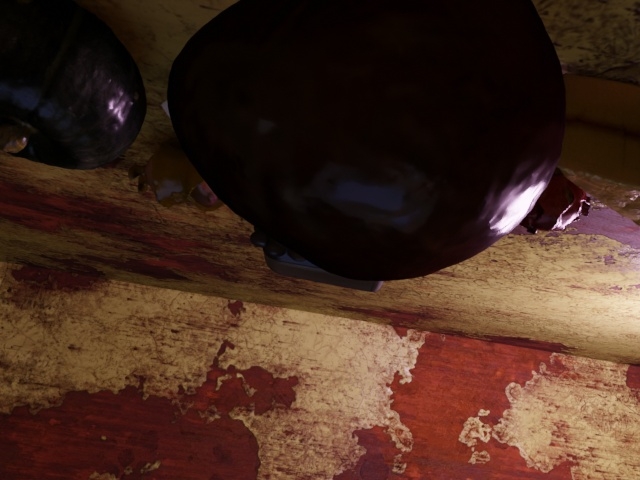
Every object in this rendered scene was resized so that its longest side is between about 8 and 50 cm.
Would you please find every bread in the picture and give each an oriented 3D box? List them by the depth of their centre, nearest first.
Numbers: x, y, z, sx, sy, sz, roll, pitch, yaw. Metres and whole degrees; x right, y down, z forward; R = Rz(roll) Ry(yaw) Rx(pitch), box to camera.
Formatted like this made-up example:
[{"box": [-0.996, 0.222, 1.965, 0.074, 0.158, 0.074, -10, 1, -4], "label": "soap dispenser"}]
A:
[{"box": [0.436, -0.119, 0.825, 0.264, 0.168, 0.163, 12, 163, -1], "label": "bread"}]

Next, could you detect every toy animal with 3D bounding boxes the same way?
[{"box": [-0.272, -0.134, 1.163, 0.229, 0.156, 0.156, -2, 162, 2], "label": "toy animal"}]

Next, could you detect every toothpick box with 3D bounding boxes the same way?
[{"box": [0.000, 0.000, 1.304, 0.316, 0.229, 0.229, 9, 163, -1], "label": "toothpick box"}]

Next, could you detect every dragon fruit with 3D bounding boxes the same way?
[{"box": [0.413, -0.080, 1.027, 0.165, 0.136, 0.133, 6, 120, -7], "label": "dragon fruit"}]

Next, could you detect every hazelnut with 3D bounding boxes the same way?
[{"box": [0.044, -0.128, 0.619, 0.420, 0.353, 0.421, 8, -153, -4], "label": "hazelnut"}]

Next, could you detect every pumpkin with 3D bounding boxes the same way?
[{"box": [-0.406, -0.221, 0.810, 0.300, 0.207, 0.300, 15, 159, 6], "label": "pumpkin"}]

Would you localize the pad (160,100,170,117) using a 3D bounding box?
[{"box": [-0.158, -0.183, 0.998, 0.156, 0.004, 0.232, -15, 145, 10], "label": "pad"}]
